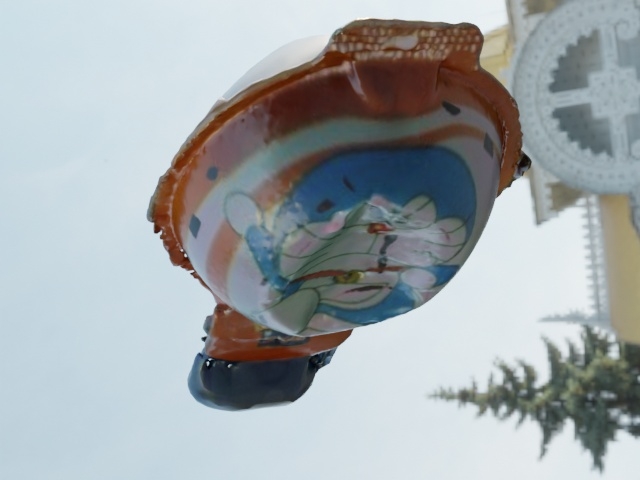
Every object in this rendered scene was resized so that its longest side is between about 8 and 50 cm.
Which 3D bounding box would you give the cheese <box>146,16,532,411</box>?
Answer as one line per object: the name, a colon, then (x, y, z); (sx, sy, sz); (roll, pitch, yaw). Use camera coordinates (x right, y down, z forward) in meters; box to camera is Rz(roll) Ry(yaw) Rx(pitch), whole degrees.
cheese: (0.000, 0.000, 0.548); (0.217, 0.329, 0.129); (-2, -127, -24)
